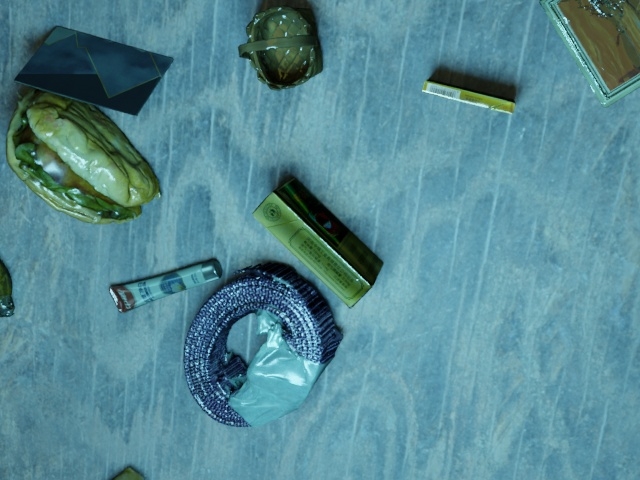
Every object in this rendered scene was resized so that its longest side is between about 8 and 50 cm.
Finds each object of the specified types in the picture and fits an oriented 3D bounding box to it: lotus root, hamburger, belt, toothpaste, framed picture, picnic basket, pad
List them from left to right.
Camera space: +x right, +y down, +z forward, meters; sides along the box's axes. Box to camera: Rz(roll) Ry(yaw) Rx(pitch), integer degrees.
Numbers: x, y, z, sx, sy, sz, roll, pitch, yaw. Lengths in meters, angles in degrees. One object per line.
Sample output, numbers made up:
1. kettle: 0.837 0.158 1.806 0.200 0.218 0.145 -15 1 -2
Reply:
1. lotus root: -0.693 0.076 1.643 0.209 0.120 0.120 44 107 -1
2. hamburger: -0.468 -0.159 1.492 0.162 0.209 0.330 -39 91 17
3. pad: -0.410 -0.311 1.484 0.242 0.164 0.004 16 145 7
4. toothpaste: -0.305 0.088 1.603 0.239 0.039 0.062 -17 106 17
5. belt: -0.121 0.207 1.550 0.260 0.122 0.325 37 108 6
6. picnic basket: -0.067 -0.326 1.381 0.128 0.178 0.138 -10 101 14
7. framed picture: 0.531 -0.378 1.329 0.273 0.016 0.216 -33 95 17

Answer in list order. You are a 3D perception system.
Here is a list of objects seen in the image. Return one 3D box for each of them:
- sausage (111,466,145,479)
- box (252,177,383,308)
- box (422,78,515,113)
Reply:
1. sausage: -0.513 0.685 1.744 0.501 0.123 0.136 -49 61 17
2. box: 0.000 0.000 1.455 0.240 0.159 0.071 43 109 -2
3. box: 0.252 -0.245 1.382 0.156 0.089 0.022 16 107 7
